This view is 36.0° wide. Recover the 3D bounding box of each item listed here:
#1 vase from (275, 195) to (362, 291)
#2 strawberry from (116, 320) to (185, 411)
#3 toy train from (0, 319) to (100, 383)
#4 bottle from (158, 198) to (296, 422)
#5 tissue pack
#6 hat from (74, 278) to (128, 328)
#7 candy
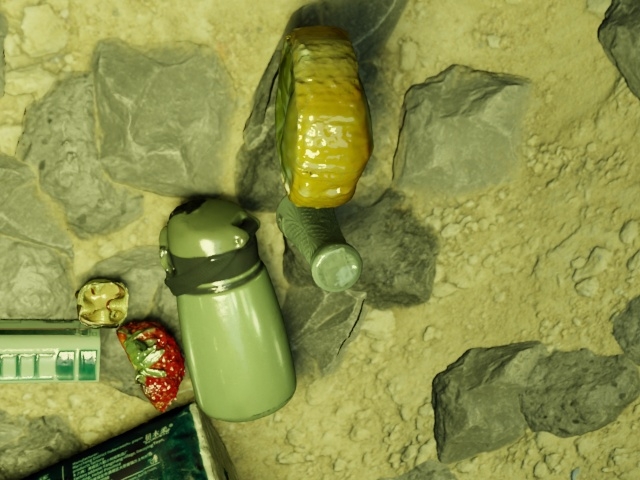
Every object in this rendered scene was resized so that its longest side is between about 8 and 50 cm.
[{"bbox_3d":[0.000,0.000,1.487,0.096,0.219,0.096,-5,114,-12],"label":"vase"},{"bbox_3d":[-0.258,0.195,1.558,0.085,0.140,0.192,-28,114,-11],"label":"strawberry"},{"bbox_3d":[-0.542,0.175,1.497,0.407,0.088,0.086,1,115,-14],"label":"toy train"},{"bbox_3d":[-0.146,0.101,1.531,0.169,0.168,0.347,-15,112,-8],"label":"bottle"},{"bbox_3d":[-0.326,0.483,1.577,0.417,0.264,0.253,-24,134,-4],"label":"tissue pack"},{"bbox_3d":[-0.341,0.097,1.532,0.077,0.059,0.076,4,96,-22],"label":"hat"},{"bbox_3d":[-0.002,-0.174,1.390,0.118,0.260,0.259,0,114,-10],"label":"candy"}]
